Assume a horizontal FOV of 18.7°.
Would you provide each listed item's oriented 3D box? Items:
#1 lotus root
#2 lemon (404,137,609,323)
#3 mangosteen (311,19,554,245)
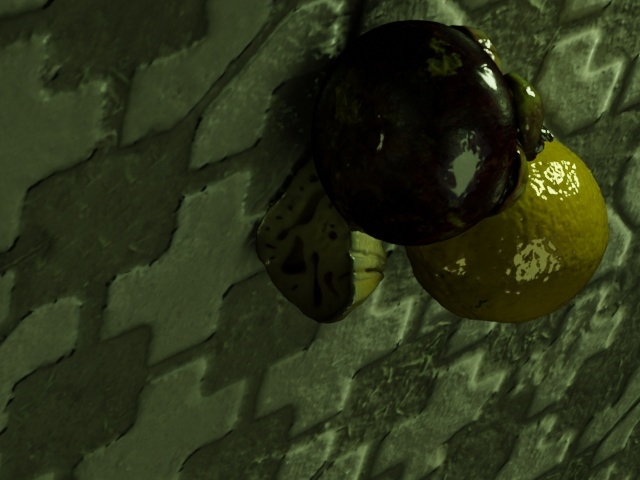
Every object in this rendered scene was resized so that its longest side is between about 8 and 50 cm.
[{"bbox_3d":[0.004,0.000,1.772,0.135,0.095,0.159,22,68,-66],"label":"lotus root"},{"bbox_3d":[0.181,-0.012,1.888,0.256,0.188,0.188,-17,140,-49],"label":"lemon"},{"bbox_3d":[0.102,-0.092,1.660,0.217,0.192,0.192,-3,130,-40],"label":"mangosteen"}]
